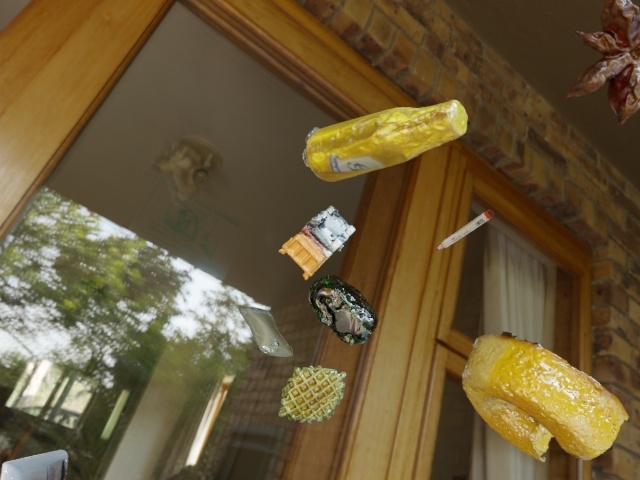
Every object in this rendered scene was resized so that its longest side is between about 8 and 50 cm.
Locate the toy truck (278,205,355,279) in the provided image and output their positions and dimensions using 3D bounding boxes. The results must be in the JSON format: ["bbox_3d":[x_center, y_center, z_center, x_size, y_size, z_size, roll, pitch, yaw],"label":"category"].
[{"bbox_3d":[0.000,0.000,1.244,0.135,0.270,0.114,-43,-91,20],"label":"toy truck"}]

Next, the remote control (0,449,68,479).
[{"bbox_3d":[-0.603,0.519,1.030,0.055,0.110,0.313,1,-19,-7],"label":"remote control"}]

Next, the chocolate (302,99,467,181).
[{"bbox_3d":[0.149,-0.258,1.210,0.445,0.162,0.162,-7,-37,48],"label":"chocolate"}]

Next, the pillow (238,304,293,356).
[{"bbox_3d":[-0.168,0.268,1.439,0.130,0.217,0.033,19,-68,-39],"label":"pillow"}]

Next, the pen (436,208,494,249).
[{"bbox_3d":[0.411,-0.024,1.391,0.026,0.026,0.218,29,-42,-17],"label":"pen"}]

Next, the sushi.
[{"bbox_3d":[0.065,0.199,1.401,0.225,0.124,0.127,45,14,11],"label":"sushi"}]

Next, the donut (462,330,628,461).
[{"bbox_3d":[0.557,0.438,1.323,0.377,0.163,0.435,35,-21,14],"label":"donut"}]

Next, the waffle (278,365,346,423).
[{"bbox_3d":[-0.024,0.509,1.591,0.214,0.208,0.054,14,6,-18],"label":"waffle"}]

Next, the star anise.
[{"bbox_3d":[0.516,-0.301,0.810,0.212,0.196,0.111,29,8,-34],"label":"star anise"}]
